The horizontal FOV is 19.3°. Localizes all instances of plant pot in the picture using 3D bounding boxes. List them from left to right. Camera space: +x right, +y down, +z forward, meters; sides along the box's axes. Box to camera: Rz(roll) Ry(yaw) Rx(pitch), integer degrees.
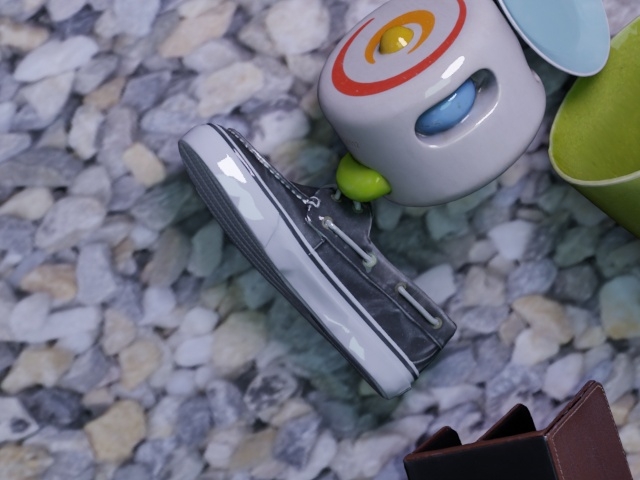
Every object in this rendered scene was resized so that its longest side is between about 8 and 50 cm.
[{"bbox_3d":[0.415,-0.061,1.797,0.275,0.275,0.293,-46,113,-2],"label":"plant pot"}]

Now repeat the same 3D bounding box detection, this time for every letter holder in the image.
[{"bbox_3d":[0.226,0.311,1.849,0.152,0.214,0.302,-14,96,26],"label":"letter holder"}]

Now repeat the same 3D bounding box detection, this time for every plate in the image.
[{"bbox_3d":[0.211,-0.237,1.810,0.024,0.188,0.188,-31,98,36],"label":"plate"}]

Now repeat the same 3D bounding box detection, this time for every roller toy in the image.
[{"bbox_3d":[0.101,-0.143,1.759,0.146,0.191,0.209,54,42,-31],"label":"roller toy"}]

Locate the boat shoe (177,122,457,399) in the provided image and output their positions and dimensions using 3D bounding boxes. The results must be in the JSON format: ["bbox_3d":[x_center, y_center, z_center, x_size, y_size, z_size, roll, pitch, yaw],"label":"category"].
[{"bbox_3d":[0.000,0.000,1.820,0.119,0.121,0.335,-44,108,-10],"label":"boat shoe"}]
